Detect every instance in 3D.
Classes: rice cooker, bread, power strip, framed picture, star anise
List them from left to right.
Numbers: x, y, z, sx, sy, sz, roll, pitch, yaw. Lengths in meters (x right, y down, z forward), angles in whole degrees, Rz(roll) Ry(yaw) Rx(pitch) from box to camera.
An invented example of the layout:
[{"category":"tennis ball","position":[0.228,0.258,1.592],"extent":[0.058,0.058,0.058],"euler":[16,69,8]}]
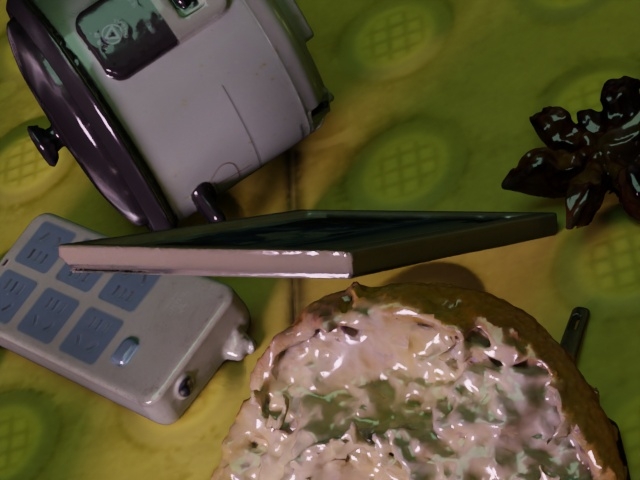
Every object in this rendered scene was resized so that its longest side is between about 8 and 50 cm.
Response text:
[{"category":"power strip","position":[-0.172,0.061,1.575],"extent":[0.270,0.046,0.118],"euler":[21,64,40]},{"category":"rice cooker","position":[-0.134,-0.136,1.591],"extent":[0.227,0.241,0.280],"euler":[-33,79,-7]},{"category":"framed picture","position":[0.000,0.000,1.391],"extent":[0.232,0.315,0.024],"euler":[1,97,30]},{"category":"bread","position":[0.064,0.159,1.220],"extent":[0.274,0.149,0.274],"euler":[-3,81,22]},{"category":"star anise","position":[0.214,-0.063,1.459],"extent":[0.168,0.057,0.168],"euler":[-19,44,20]}]

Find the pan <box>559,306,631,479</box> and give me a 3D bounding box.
[{"category":"pan","position":[0.135,0.125,1.335],"extent":[0.128,0.048,0.202],"euler":[-18,46,11]}]
